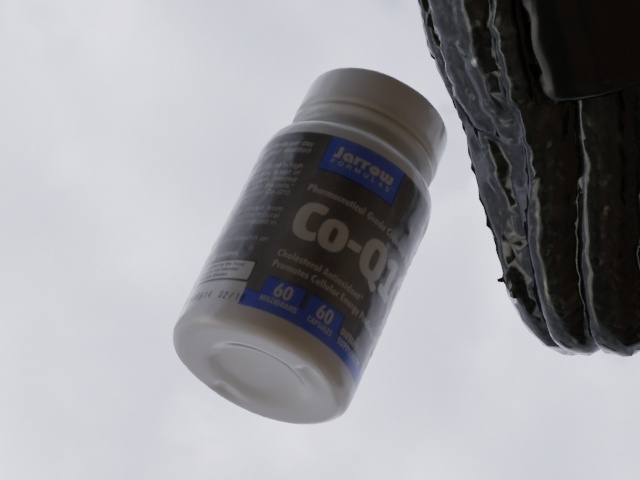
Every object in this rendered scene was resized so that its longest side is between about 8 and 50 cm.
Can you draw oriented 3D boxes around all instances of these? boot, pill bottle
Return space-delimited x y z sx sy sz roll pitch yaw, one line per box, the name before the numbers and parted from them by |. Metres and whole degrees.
boot | 0.155 -0.147 0.579 0.348 0.131 0.260 -32 -75 -18
pill bottle | 0.000 0.000 0.746 0.078 0.078 0.137 29 -119 -8
